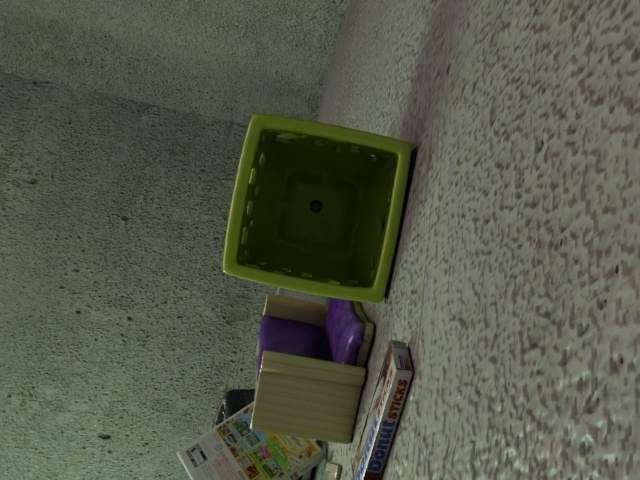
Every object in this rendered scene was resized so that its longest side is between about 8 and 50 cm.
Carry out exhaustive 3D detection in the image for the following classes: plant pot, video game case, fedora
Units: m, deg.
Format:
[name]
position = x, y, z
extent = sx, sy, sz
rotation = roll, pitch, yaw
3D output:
[plant pot]
position = -0.004, -0.044, 1.118
extent = 0.207, 0.227, 0.228
rotation = -39, -40, -89
[video game case]
position = -0.127, 0.375, 1.339
extent = 0.227, 0.206, 0.026
rotation = 31, 149, 59
[fedora]
position = -0.179, 0.480, 1.879
extent = 0.334, 0.152, 0.334
rotation = -166, 90, -68

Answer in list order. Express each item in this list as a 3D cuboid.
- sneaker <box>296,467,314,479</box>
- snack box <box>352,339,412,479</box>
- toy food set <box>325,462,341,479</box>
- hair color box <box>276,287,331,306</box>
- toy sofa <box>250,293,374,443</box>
[sneaker]
position = -0.109, 0.483, 1.377
extent = 0.106, 0.162, 0.281
rotation = 113, 167, -67
[snack box]
position = 0.067, 0.203, 0.854
extent = 0.064, 0.022, 0.178
rotation = -94, 17, -67
[toy food set]
position = -0.030, 0.431, 1.146
extent = 0.128, 0.071, 0.218
rotation = 136, 146, -81
[hair color box]
position = -0.033, 0.103, 1.623
extent = 0.185, 0.114, 0.374
rotation = 99, 179, -46
[toy sofa]
position = -0.022, 0.164, 1.221
extent = 0.362, 0.150, 0.177
rotation = -108, 28, -80
